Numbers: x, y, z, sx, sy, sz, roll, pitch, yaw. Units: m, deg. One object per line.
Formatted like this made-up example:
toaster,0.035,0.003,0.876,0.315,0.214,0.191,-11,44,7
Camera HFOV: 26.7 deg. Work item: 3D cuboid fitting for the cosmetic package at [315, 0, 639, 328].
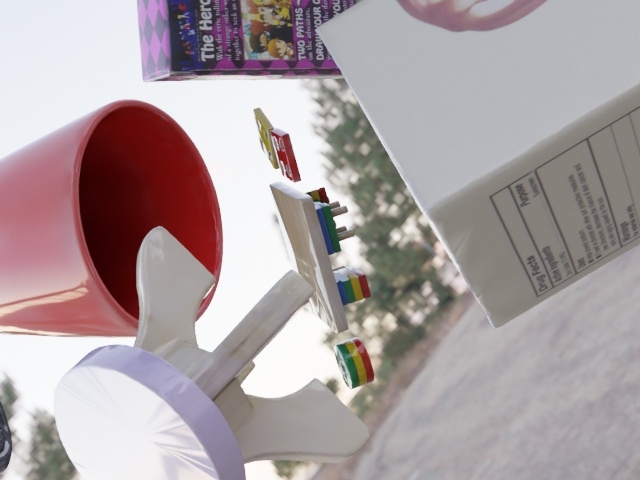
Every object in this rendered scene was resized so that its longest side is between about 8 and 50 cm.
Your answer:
cosmetic package,0.168,-0.103,0.664,0.296,0.129,0.153,-31,-30,3

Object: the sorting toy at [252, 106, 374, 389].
sorting toy,0.000,0.000,1.303,0.046,0.274,0.132,-19,13,-12

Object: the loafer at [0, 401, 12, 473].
loafer,-0.292,0.063,0.900,0.095,0.302,0.109,-41,-45,9

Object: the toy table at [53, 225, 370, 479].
toy table,-0.100,0.126,1.103,0.161,0.252,0.274,-44,7,-30

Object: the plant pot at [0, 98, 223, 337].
plant pot,-0.283,-0.005,1.543,0.243,0.275,0.275,-13,13,29

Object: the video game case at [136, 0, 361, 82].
video game case,-0.001,-0.200,0.710,0.210,0.232,0.042,-5,1,-31
